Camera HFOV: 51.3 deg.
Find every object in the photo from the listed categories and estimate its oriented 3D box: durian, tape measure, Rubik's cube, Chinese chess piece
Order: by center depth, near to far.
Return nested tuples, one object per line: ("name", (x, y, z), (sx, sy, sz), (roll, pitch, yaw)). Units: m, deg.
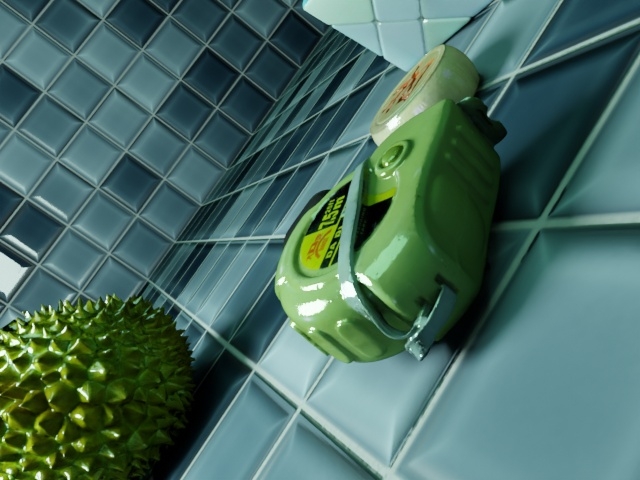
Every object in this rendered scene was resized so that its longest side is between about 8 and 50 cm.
("tape measure", (0.043, 0.006, 0.437), (0.154, 0.087, 0.178), (-25, 31, 39))
("Chinese chess piece", (0.102, -0.136, 0.661), (0.122, 0.051, 0.122), (-49, 15, 18))
("durian", (-0.261, 0.184, 0.756), (0.291, 0.224, 0.291), (-37, -22, -18))
("Rubik's cube", (0.110, -0.370, 0.869), (0.265, 0.224, 0.213), (-31, 42, 51))

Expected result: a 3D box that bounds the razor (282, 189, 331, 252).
("razor", (0.000, 0.000, 0.658), (0.090, 0.054, 0.148), (-55, 13, 11))
